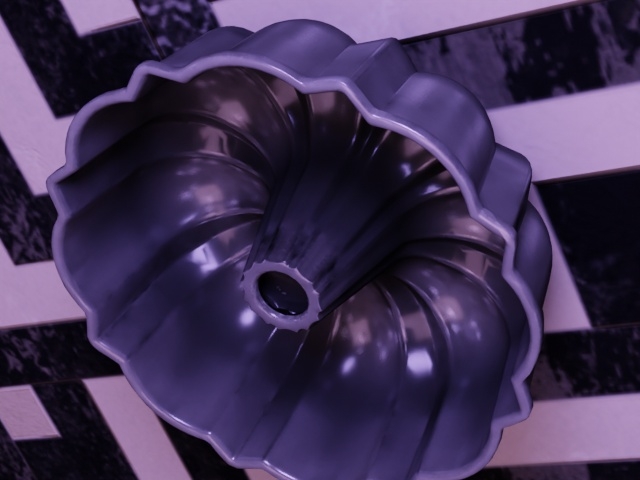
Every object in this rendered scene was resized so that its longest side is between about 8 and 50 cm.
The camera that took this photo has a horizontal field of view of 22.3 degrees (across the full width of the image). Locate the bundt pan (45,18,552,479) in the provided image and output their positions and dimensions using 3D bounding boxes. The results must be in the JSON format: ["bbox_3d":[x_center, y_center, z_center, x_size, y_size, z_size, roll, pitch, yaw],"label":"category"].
[{"bbox_3d":[0.000,0.000,1.024,0.331,0.124,0.331,15,131,19],"label":"bundt pan"}]
